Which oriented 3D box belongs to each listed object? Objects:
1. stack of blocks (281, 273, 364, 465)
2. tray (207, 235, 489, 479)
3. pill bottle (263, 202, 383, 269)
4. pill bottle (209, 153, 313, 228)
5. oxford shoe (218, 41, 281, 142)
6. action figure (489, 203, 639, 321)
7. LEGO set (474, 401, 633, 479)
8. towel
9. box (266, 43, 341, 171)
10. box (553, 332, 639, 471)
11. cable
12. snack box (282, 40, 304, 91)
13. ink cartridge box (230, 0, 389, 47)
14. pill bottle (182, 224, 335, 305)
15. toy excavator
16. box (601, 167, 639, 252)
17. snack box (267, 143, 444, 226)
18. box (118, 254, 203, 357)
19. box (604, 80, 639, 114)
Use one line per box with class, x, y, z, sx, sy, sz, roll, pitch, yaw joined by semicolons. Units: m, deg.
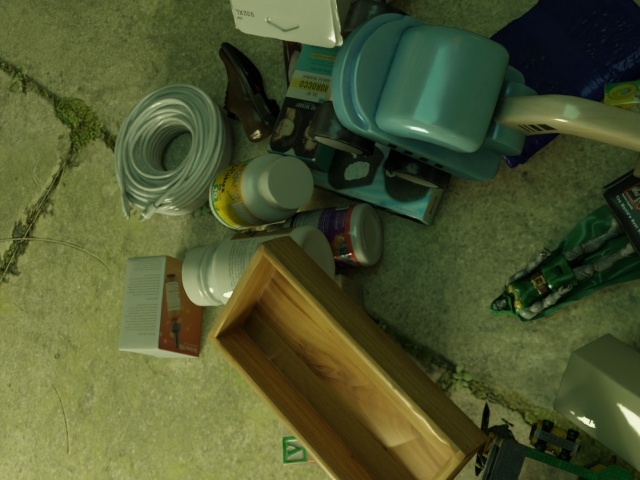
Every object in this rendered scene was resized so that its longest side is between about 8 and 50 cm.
stack of blocks;-0.012;0.220;1.499;0.171;0.087;0.297;-13;71;25
tray;0.025;0.204;1.289;0.411;0.076;0.203;46;124;22
pill bottle;0.000;0.000;1.541;0.193;0.108;0.108;-7;73;27
pill bottle;-0.100;-0.085;1.537;0.208;0.118;0.117;-8;70;60
oxford shoe;-0.155;-0.284;1.719;0.096;0.083;0.227;-36;62;20
action figure;0.359;0.054;1.359;0.232;0.063;0.137;-33;53;16
LEGO set;0.282;0.411;1.272;0.255;0.192;0.331;12;85;1
towel;0.375;-0.278;1.442;0.308;0.076;0.227;-37;55;15
box;-0.002;-0.248;1.547;0.101;0.060;0.244;15;82;26
box;0.454;0.248;1.196;0.275;0.094;0.113;38;132;38
cable;-0.286;-0.175;1.755;0.257;0.089;0.257;-27;65;19
snack box;-0.032;-0.306;1.690;0.064;0.022;0.178;-13;71;22
ink cartridge box;0.014;-0.476;1.562;0.223;0.129;0.307;17;47;30
pill bottle;-0.104;0.050;1.468;0.229;0.131;0.131;-6;74;28
toy excavator;0.249;-0.181;1.271;0.445;0.433;0.222;15;86;68
box;0.621;0.015;1.210;0.318;0.097;0.395;-31;65;16
snack box;0.075;-0.163;1.561;0.322;0.060;0.187;20;86;26
box;-0.287;0.124;1.648;0.091;0.130;0.170;-4;75;26
box;0.496;-0.196;1.329;0.179;0.105;0.043;-3;67;28
